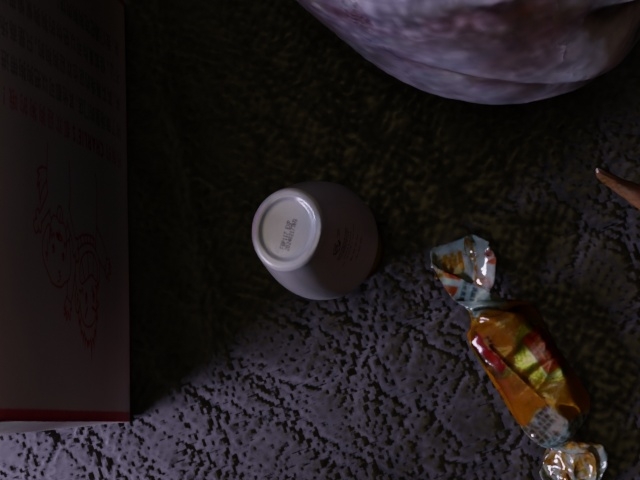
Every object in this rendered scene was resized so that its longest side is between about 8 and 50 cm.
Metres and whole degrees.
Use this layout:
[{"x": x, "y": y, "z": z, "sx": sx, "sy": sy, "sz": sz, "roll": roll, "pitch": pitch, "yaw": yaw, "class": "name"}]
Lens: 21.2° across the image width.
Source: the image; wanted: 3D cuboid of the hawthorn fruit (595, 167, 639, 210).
[{"x": 0.277, "y": 0.022, "z": 0.966, "sx": 0.262, "sy": 0.210, "sz": 0.210, "roll": 35, "pitch": 92, "yaw": 20, "class": "hawthorn fruit"}]

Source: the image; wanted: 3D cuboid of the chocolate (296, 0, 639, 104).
[{"x": 0.107, "y": -0.205, "z": 1.020, "sx": 0.303, "sy": 0.213, "sz": 0.303, "roll": -12, "pitch": 55, "yaw": 17, "class": "chocolate"}]

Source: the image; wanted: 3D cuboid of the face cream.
[{"x": 0.000, "y": 0.000, "z": 1.036, "sx": 0.051, "sy": 0.182, "sz": 0.072, "roll": 14, "pitch": 90, "yaw": 13, "class": "face cream"}]

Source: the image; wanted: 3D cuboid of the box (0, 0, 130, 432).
[{"x": -0.295, "y": -0.032, "z": 1.039, "sx": 0.300, "sy": 0.314, "sz": 0.312, "roll": -3, "pitch": 84, "yaw": 9, "class": "box"}]

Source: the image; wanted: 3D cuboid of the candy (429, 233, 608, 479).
[{"x": 0.125, "y": 0.075, "z": 1.071, "sx": 0.053, "sy": 0.046, "sz": 0.182, "roll": -31, "pitch": 81, "yaw": 9, "class": "candy"}]
